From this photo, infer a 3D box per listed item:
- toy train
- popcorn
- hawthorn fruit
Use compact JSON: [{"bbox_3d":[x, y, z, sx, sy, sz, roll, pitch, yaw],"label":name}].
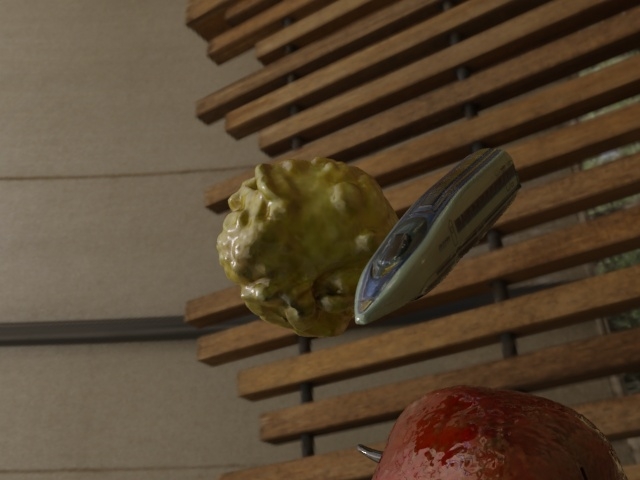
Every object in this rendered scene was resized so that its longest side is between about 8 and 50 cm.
[{"bbox_3d":[0.093,-0.011,0.615,0.252,0.055,0.048,-39,-60,-47],"label":"toy train"},{"bbox_3d":[0.000,0.000,0.947,0.266,0.233,0.192,11,-149,-26],"label":"popcorn"},{"bbox_3d":[0.166,0.297,0.855,0.285,0.369,0.284,-13,-69,-38],"label":"hawthorn fruit"}]
